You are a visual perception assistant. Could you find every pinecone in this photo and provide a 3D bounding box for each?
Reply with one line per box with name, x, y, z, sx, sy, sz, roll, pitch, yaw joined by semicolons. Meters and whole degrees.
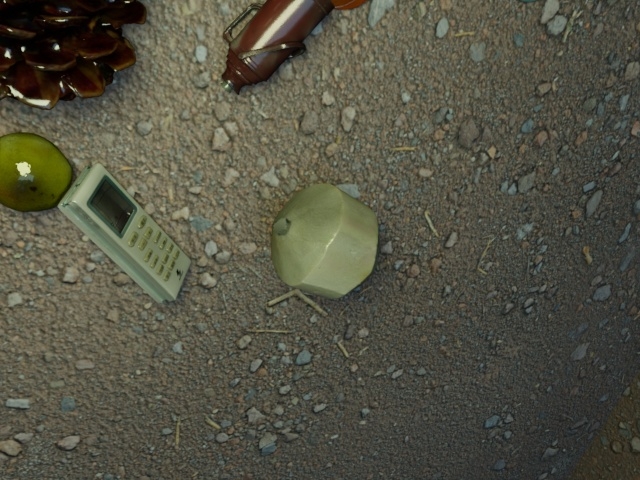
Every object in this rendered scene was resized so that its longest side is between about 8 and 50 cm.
pinecone;-0.375;-0.339;0.728;0.298;0.242;0.296;-12;129;-29

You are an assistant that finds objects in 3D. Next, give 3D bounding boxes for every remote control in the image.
remote control;-0.349;-0.007;1.026;0.055;0.103;0.277;-12;133;25

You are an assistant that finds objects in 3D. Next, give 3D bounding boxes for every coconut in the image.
coconut;0.003;-0.003;1.139;0.241;0.241;0.241;-12;123;-19

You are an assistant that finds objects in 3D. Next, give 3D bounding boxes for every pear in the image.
pear;-0.484;-0.104;0.911;0.141;0.104;0.141;-9;120;-16

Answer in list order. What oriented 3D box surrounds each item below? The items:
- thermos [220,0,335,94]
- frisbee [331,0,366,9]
thermos;-0.092;-0.350;0.952;0.232;0.099;0.124;-43;90;12
frisbee;0.049;-0.504;0.965;0.191;0.035;0.192;-11;123;-18
